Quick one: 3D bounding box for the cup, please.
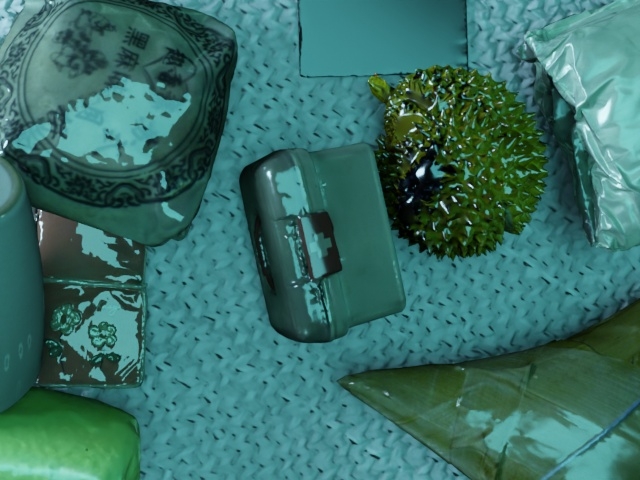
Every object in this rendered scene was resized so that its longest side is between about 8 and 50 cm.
[{"bbox_3d":[-0.394,0.024,0.964,0.258,0.186,0.234,18,128,4],"label":"cup"}]

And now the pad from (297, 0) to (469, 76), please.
[{"bbox_3d":[0.069,-0.339,1.150,0.202,0.005,0.299,-3,92,-7],"label":"pad"}]

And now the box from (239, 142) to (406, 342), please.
[{"bbox_3d":[0.000,0.000,1.085,0.129,0.148,0.210,-14,94,-19],"label":"box"}]

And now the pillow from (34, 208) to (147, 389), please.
[{"bbox_3d":[-0.252,0.047,1.099,0.126,0.043,0.232,1,91,-7],"label":"pillow"}]

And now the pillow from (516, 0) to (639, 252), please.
[{"bbox_3d":[0.388,-0.147,1.123,0.310,0.138,0.283,-22,91,-17],"label":"pillow"}]

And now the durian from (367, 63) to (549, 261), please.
[{"bbox_3d":[0.130,-0.081,1.077,0.237,0.138,0.193,39,129,-2],"label":"durian"}]

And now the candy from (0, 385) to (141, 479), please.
[{"bbox_3d":[-0.358,0.216,1.039,0.344,0.142,0.132,13,130,-7],"label":"candy"}]

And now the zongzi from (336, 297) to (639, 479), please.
[{"bbox_3d":[0.274,0.139,1.119,0.393,0.174,0.356,37,82,-1],"label":"zongzi"}]

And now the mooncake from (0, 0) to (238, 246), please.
[{"bbox_3d":[-0.223,-0.139,1.035,0.250,0.136,0.254,17,79,-7],"label":"mooncake"}]
